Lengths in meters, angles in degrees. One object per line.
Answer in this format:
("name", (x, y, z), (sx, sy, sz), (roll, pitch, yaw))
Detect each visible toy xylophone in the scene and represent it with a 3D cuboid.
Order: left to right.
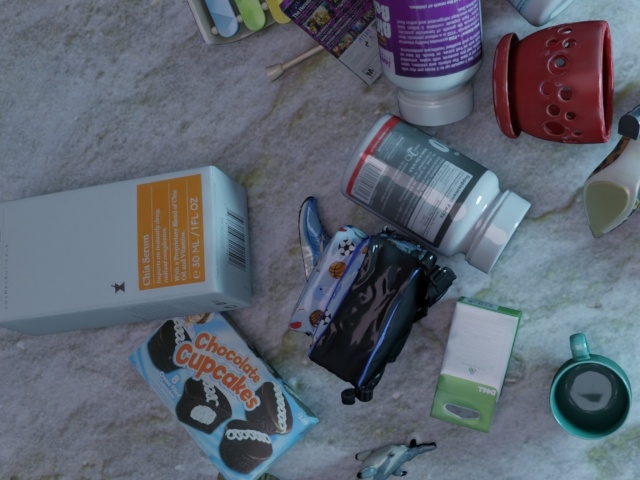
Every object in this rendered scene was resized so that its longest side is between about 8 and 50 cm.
("toy xylophone", (-0.062, -0.424, 1.781), (0.323, 0.081, 0.236), (-32, 87, 17))

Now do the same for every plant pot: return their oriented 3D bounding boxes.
("plant pot", (0.365, -0.244, 1.620), (0.174, 0.191, 0.191), (-1, 95, 19))

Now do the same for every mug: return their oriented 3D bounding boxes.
("mug", (0.448, 0.239, 1.693), (0.130, 0.097, 0.157), (21, 100, 14))

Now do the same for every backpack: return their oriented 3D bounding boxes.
("backpack", (0.084, 0.097, 1.700), (0.213, 0.263, 0.276), (35, 102, 16))

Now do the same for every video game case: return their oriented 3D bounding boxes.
("video game case", (0.084, -0.403, 1.701), (0.210, 0.042, 0.232), (35, 107, -29))

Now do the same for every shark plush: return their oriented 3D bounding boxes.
("shark plush", (0.130, 0.395, 1.842), (0.161, 0.073, 0.067), (-31, 107, -3))

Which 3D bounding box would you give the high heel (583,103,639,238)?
("high heel", (0.516, -0.129, 1.659), (0.093, 0.186, 0.261), (35, 139, 28))

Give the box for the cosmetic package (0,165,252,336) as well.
("cosmetic package", (-0.363, 0.025, 1.845), (0.454, 0.161, 0.230), (-9, 74, 17))

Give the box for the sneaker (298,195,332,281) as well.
("sneaker", (0.000, 0.000, 1.828), (0.073, 0.063, 0.162), (-9, 98, -1))

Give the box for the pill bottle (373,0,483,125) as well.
("pill bottle", (0.171, -0.341, 1.633), (0.169, 0.169, 0.301), (1, 124, 16))

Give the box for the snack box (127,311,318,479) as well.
("snack box", (-0.177, 0.266, 1.854), (0.187, 0.060, 0.322), (-44, 73, 4))

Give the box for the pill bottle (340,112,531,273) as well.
("pill bottle", (0.190, -0.075, 1.702), (0.283, 0.161, 0.161), (32, 103, 10))

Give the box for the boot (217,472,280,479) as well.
("boot", (-0.096, 0.544, 1.885), (0.249, 0.090, 0.206), (19, 99, 10))

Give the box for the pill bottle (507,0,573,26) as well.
("pill bottle", (0.306, -0.478, 1.634), (0.146, 0.146, 0.264), (-43, 84, 16))

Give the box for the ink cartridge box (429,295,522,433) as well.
("ink cartridge box", (0.264, 0.210, 1.761), (0.109, 0.062, 0.209), (14, 100, 14))
